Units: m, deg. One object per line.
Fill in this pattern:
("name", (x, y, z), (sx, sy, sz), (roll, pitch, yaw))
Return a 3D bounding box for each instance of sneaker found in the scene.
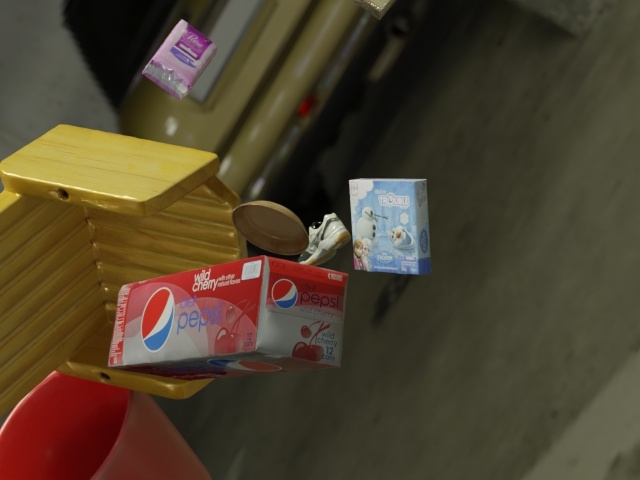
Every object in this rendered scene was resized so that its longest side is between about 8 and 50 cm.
("sneaker", (0.000, 0.000, 1.630), (0.032, 0.037, 0.083), (-17, -16, -43))

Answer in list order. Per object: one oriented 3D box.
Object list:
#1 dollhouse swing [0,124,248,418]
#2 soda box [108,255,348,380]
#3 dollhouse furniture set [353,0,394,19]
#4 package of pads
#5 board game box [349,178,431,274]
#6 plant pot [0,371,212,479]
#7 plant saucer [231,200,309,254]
("dollhouse swing", (-0.291, 0.090, 1.995), (0.305, 0.315, 0.347), (-60, -25, -45))
("soda box", (-0.086, 0.074, 1.417), (0.263, 0.092, 0.083), (-11, 70, 55))
("dollhouse furniture set", (0.028, -0.316, 1.401), (0.161, 0.182, 0.101), (-53, -3, -9))
("package of pads", (-0.141, -0.182, 1.611), (0.032, 0.050, 0.083), (-46, 11, 40))
("board game box", (0.066, -0.014, 1.526), (0.090, 0.020, 0.090), (2, 97, 48))
("plant pot", (-0.296, 0.338, 2.261), (0.275, 0.243, 0.275), (-26, 39, 23))
("plant saucer", (-0.048, -0.016, 1.584), (0.083, 0.083, 0.015), (-46, 19, 58))
